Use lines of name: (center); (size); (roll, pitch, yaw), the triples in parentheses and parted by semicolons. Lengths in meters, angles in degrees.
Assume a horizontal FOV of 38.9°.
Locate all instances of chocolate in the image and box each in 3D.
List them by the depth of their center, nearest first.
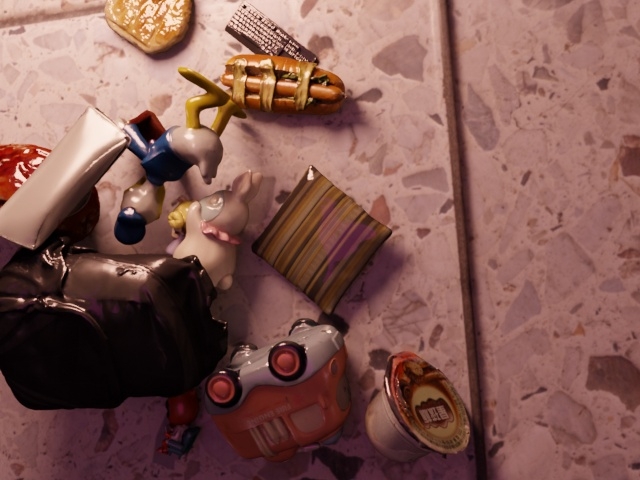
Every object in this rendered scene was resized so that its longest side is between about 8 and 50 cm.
chocolate: (0.150, 0.320, 1.645); (0.147, 0.221, 0.221); (-36, 81, 31)

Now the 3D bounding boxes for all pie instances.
pie: (-0.343, -0.477, 1.835); (0.195, 0.046, 0.195); (0, 91, 16)

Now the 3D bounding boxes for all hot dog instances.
hot dog: (-0.072, -0.297, 1.743); (0.269, 0.072, 0.109); (10, 108, 17)

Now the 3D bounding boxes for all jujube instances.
jujube: (-0.582, -0.092, 1.823); (0.290, 0.197, 0.197); (21, 95, 14)

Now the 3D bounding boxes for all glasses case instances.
glasses case: (-0.474, -0.104, 1.678); (0.128, 0.083, 0.308); (29, 71, 25)

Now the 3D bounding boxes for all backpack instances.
backpack: (-0.389, 0.156, 1.694); (0.445, 0.255, 0.363); (1, 122, 20)

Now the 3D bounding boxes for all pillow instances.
pillow: (0.000, 0.000, 1.737); (0.212, 0.052, 0.208); (40, 102, 14)

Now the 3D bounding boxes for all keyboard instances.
keyboard: (-0.100, -0.390, 1.786); (0.196, 0.015, 0.074); (40, 100, 12)

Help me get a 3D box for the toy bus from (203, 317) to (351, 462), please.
toy bus: (-0.067, 0.292, 1.687); (0.287, 0.194, 0.232); (-23, 92, 13)

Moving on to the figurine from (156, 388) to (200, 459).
figurine: (-0.276, 0.359, 1.798); (0.075, 0.068, 0.140); (13, 95, 17)

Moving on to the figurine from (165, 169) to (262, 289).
figurine: (-0.208, -0.038, 1.759); (0.155, 0.127, 0.236); (20, 93, 34)

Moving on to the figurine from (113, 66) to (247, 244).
figurine: (-0.322, -0.155, 1.728); (0.283, 0.204, 0.338); (23, 84, 36)
